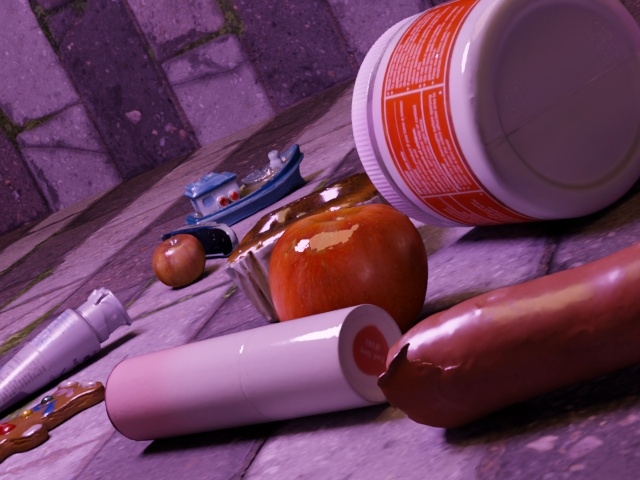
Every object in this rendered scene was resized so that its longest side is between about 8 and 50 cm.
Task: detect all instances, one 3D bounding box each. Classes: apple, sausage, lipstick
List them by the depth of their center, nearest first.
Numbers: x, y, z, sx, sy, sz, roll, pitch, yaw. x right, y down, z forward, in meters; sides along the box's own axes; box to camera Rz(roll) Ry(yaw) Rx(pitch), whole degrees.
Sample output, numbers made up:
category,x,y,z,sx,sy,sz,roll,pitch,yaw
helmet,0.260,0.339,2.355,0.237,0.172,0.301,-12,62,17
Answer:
category,x,y,z,sx,sy,sz,roll,pitch,yaw
sausage,0.231,0.046,0.968,0.419,0.094,0.094,-19,35,29
lipstick,-0.068,0.126,1.280,0.327,0.087,0.087,-15,16,43
apple,0.028,0.041,1.349,0.163,0.139,0.163,-13,7,2
apple,-0.209,0.032,2.074,0.084,0.071,0.084,-21,19,8

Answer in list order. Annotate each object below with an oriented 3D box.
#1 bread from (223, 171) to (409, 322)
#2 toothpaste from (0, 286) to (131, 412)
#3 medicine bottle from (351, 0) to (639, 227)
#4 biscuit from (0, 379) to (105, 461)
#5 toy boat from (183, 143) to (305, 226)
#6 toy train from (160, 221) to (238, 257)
category,x,y,z,sx,sy,sz,roll,pitch,yaw
bread,0.001,-0.002,1.654,0.210,0.110,0.192,-23,10,15
toothpaste,-0.389,0.175,1.857,0.299,0.073,0.114,-38,15,-18
medicine bottle,0.196,-0.143,1.491,0.252,0.252,0.241,-32,13,-26
biscuit,-0.352,0.221,1.641,0.205,0.031,0.138,-34,14,-30
toy boat,-0.131,-0.097,2.413,0.238,0.098,0.109,-29,15,-15
toy train,-0.177,-0.001,2.196,0.051,0.052,0.234,-27,10,-30
